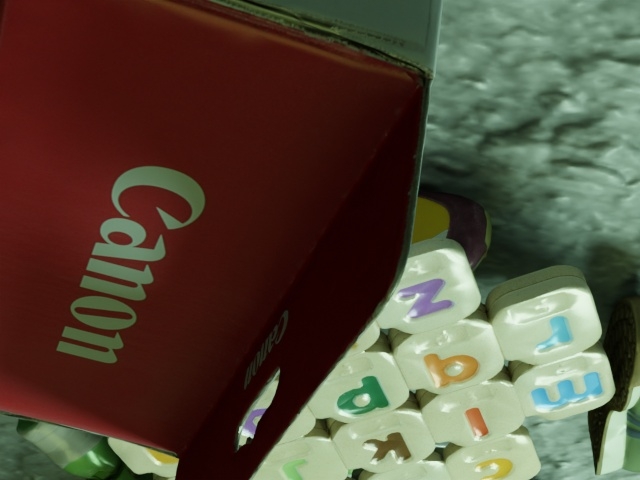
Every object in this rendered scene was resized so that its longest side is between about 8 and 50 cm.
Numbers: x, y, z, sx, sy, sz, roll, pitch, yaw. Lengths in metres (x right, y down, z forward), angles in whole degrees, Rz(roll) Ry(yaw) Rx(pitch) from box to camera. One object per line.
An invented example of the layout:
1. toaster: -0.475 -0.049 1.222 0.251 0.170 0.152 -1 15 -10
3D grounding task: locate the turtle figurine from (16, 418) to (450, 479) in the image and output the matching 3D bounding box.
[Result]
1. turtle figurine: -0.068 0.163 0.999 0.266 0.275 0.198 51 154 -21

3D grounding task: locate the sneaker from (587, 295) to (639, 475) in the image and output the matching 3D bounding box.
1. sneaker: 0.223 0.092 0.864 0.086 0.064 0.192 -1 147 2

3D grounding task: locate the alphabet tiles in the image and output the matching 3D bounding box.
1. alphabet tiles: 0.027 0.096 0.803 0.284 0.021 0.278 -18 142 8

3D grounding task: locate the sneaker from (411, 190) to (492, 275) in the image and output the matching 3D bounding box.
1. sneaker: 0.000 0.000 0.761 0.185 0.069 0.084 -10 148 25

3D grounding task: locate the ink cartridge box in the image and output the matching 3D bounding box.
1. ink cartridge box: -0.063 -0.043 0.525 0.130 0.272 0.309 16 146 -11
